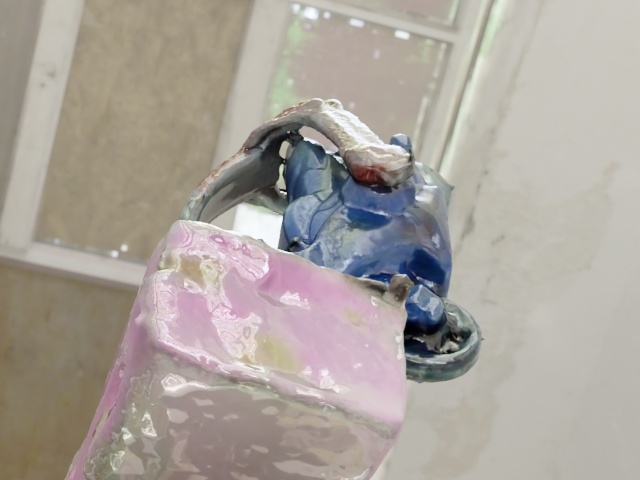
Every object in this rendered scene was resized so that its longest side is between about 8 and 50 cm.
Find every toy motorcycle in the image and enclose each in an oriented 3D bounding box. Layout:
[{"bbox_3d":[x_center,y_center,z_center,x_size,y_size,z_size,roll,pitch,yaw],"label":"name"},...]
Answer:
[{"bbox_3d":[0.002,0.020,1.053,0.319,0.241,0.182,-92,161,-58],"label":"toy motorcycle"}]

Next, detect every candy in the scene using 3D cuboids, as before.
[{"bbox_3d":[-0.061,0.119,0.741,0.115,0.155,0.265,-85,-164,-45],"label":"candy"}]
